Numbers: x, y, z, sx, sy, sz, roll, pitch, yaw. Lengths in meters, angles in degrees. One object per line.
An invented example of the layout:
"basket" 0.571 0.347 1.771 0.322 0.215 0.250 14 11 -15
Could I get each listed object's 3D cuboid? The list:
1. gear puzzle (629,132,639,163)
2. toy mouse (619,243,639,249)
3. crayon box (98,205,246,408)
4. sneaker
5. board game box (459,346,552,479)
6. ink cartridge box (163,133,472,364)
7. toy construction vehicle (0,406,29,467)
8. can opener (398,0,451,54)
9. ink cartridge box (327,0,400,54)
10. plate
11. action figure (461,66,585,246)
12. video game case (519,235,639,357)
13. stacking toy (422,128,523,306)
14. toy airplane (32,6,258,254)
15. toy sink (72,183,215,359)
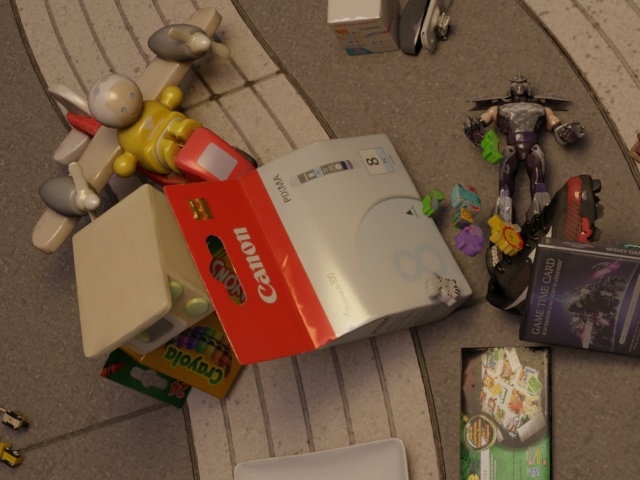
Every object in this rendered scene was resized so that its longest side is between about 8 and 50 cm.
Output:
"gear puzzle" 0.625 -0.217 1.677 0.175 0.044 0.339 39 90 24
"toy mouse" 0.455 0.065 1.662 0.143 0.031 0.161 -3 74 19
"crayon box" -0.183 0.114 1.772 0.081 0.202 0.318 26 85 42
"sneaker" 0.309 0.013 1.600 0.135 0.276 0.098 14 44 -1
"board game box" 0.272 0.286 1.665 0.136 0.030 0.260 -1 74 16
"ink cartridge box" 0.000 0.000 1.675 0.091 0.385 0.308 -51 58 46
"toy construction vehicle" -0.537 0.330 1.931 0.098 0.035 0.086 21 93 26
"can opener" 0.201 -0.442 1.872 0.093 0.074 0.280 16 80 23
"ink cartridge box" 0.070 -0.378 1.860 0.092 0.143 0.090 -3 74 18
"plate" 0.015 0.454 1.696 0.277 0.045 0.278 -12 71 15
"action figure" 0.310 -0.131 1.729 0.185 0.099 0.285 -2 77 11
"video game case" 0.423 0.087 1.557 0.274 0.196 0.026 8 45 8
"stacking toy" 0.218 -0.032 1.651 0.167 0.052 0.221 -46 32 41
"toy airplane" -0.315 -0.193 1.867 0.384 0.272 0.386 -17 62 9
"toy sink" -0.248 0.067 1.622 0.153 0.131 0.234 -34 47 19
